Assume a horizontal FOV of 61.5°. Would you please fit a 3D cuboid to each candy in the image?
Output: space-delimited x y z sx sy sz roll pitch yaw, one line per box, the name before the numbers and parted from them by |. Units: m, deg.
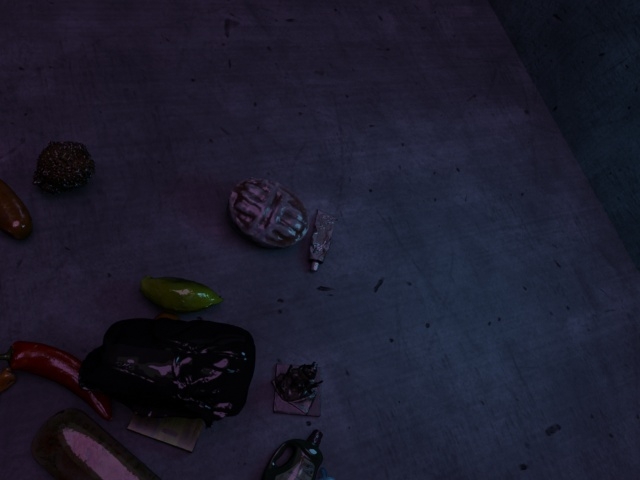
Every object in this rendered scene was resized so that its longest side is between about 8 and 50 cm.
candy | -0.183 -0.090 1.832 0.289 0.157 0.214 31 73 -11

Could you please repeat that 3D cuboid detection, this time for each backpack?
backpack | -0.404 0.338 1.444 0.446 0.363 0.254 12 93 -7

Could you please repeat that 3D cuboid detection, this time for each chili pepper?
chili pepper | -0.702 0.354 1.438 0.368 0.092 0.137 27 17 -11

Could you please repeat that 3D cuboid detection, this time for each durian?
durian | -0.420 0.162 1.632 0.250 0.139 0.101 10 104 -6
durian | -0.793 -0.216 1.650 0.167 0.196 0.196 47 59 4

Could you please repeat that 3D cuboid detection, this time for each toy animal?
toy animal | -0.845 0.378 1.409 0.060 0.081 0.083 43 39 1

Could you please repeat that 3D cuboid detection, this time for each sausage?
sausage | -0.953 -0.110 1.593 0.270 0.109 0.109 46 59 6

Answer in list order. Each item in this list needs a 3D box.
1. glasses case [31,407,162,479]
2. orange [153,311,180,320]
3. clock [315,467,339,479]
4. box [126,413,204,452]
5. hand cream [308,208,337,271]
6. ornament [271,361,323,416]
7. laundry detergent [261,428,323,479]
glasses case | -0.549 0.609 1.385 0.425 0.098 0.156 40 66 2
orange | -0.459 0.252 1.607 0.085 0.085 0.085 8 63 -16
clock | 0.018 0.738 1.562 0.108 0.045 0.147 -15 70 -27
box | -0.429 0.507 1.520 0.193 0.030 0.121 24 59 -8
hand cream | 0.001 -0.002 1.921 0.084 0.050 0.257 20 57 -7
ornament | -0.050 0.427 1.604 0.166 0.196 0.153 8 62 -15
laundry detergent | -0.070 0.643 1.558 0.144 0.078 0.221 28 58 6
